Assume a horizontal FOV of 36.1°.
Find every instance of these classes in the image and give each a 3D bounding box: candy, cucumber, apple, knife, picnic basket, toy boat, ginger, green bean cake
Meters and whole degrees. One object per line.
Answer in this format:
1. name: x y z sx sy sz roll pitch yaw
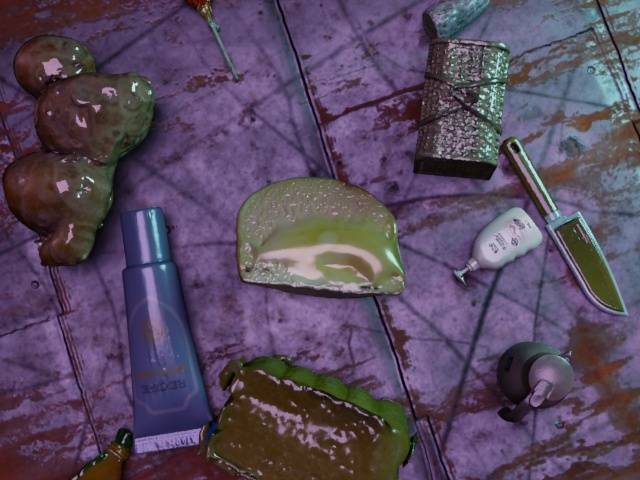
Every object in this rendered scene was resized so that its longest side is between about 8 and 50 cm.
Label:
1. candy: -0.180 -0.357 1.636 0.061 0.060 0.200 -24 90 -1
2. cucumber: 0.223 -0.376 1.613 0.112 0.064 0.064 -34 83 -6
3. apple: 0.000 0.000 1.553 0.265 0.120 0.193 4 71 0
4. knife: 0.398 -0.024 1.583 0.061 0.027 0.343 -27 83 -5
5. picnic basket: 0.222 -0.205 1.547 0.134 0.154 0.196 8 83 3
6. toy boat: -0.375 0.396 1.546 0.229 0.089 0.088 -40 45 -2
7. ginger: -0.396 -0.141 1.562 0.256 0.176 0.375 7 85 21
8. green bean cake: -0.034 0.334 1.486 0.310 0.202 0.284 24 97 6

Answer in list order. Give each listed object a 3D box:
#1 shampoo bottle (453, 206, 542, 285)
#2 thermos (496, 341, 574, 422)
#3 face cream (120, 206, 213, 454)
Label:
1. shampoo bottle: 0.275 0.014 1.574 0.152 0.045 0.077 -34 84 -1
2. thermos: 0.320 0.217 1.475 0.105 0.193 0.137 41 87 5
3. face cream: -0.257 0.140 1.563 0.136 0.086 0.385 -9 88 0
